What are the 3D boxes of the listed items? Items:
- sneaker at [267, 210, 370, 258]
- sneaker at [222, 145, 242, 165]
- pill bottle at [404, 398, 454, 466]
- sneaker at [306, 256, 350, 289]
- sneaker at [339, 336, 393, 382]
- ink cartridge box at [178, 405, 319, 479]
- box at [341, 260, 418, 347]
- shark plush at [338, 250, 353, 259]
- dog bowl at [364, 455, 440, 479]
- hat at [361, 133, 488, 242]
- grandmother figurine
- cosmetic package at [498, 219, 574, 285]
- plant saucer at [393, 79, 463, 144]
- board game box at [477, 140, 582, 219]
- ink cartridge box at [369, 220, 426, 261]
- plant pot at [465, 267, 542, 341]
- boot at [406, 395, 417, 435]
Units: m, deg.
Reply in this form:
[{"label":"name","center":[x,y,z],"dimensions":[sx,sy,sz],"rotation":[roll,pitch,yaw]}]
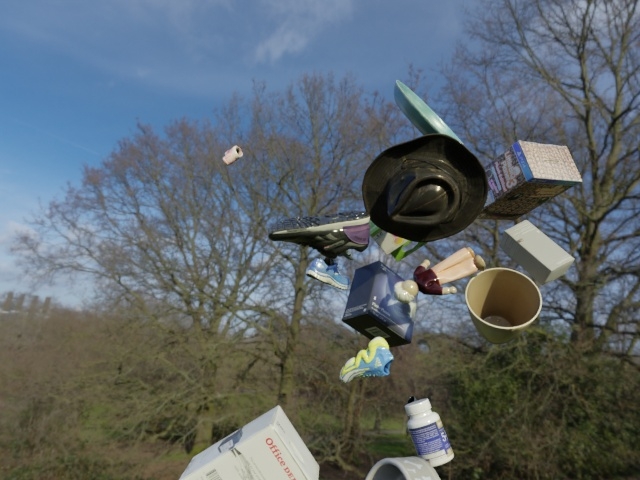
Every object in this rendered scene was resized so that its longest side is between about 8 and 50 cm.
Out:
[{"label":"sneaker","center":[0.000,0.000,1.137],"dimensions":[0.284,0.124,0.107],"rotation":[-6,19,-5]},{"label":"sneaker","center":[-0.318,-0.319,1.540],"dimensions":[0.051,0.070,0.134],"rotation":[51,10,-20]},{"label":"pill bottle","center":[0.348,0.624,1.357],"dimensions":[0.112,0.186,0.112],"rotation":[-17,-17,-6]},{"label":"sneaker","center":[0.068,0.174,2.277],"dimensions":[0.130,0.147,0.330],"rotation":[16,-8,40]},{"label":"sneaker","center":[0.175,0.475,1.539],"dimensions":[0.091,0.240,0.126],"rotation":[17,27,-51]},{"label":"ink cartridge box","center":[-0.189,0.645,1.146],"dimensions":[0.308,0.223,0.129],"rotation":[-33,1,5]},{"label":"box","center":[0.290,0.303,1.963],"dimensions":[0.296,0.293,0.183],"rotation":[36,-40,-23]},{"label":"shark plush","center":[0.137,0.053,2.096],"dimensions":[0.067,0.073,0.161],"rotation":[46,-16,20]},{"label":"dog bowl","center":[0.227,0.820,1.227],"dimensions":[0.102,0.348,0.349],"rotation":[22,-18,-18]},{"label":"hat","center":[0.261,-0.104,1.077],"dimensions":[0.332,0.331,0.134],"rotation":[8,31,13]},{"label":"grandmother figurine","center":[0.433,0.137,1.580],"dimensions":[0.343,0.104,0.208],"rotation":[-26,24,-2]},{"label":"cosmetic package","center":[0.832,0.046,1.613],"dimensions":[0.127,0.238,0.107],"rotation":[-24,-41,-18]},{"label":"plant saucer","center":[0.319,-0.337,1.206],"dimensions":[0.318,0.317,0.044],"rotation":[20,-54,-42]},{"label":"board game box","center":[0.688,-0.198,1.452],"dimensions":[0.232,0.141,0.291],"rotation":[-1,-23,-24]},{"label":"ink cartridge box","center":[0.339,-0.015,1.712],"dimensions":[0.189,0.097,0.255],"rotation":[-35,-61,15]},{"label":"plant pot","center":[0.695,0.288,1.611],"dimensions":[0.257,0.256,0.274],"rotation":[2,-38,19]},{"label":"boot","center":[0.435,0.838,1.989],"dimensions":[0.082,0.106,0.219],"rotation":[-37,-9,29]}]
